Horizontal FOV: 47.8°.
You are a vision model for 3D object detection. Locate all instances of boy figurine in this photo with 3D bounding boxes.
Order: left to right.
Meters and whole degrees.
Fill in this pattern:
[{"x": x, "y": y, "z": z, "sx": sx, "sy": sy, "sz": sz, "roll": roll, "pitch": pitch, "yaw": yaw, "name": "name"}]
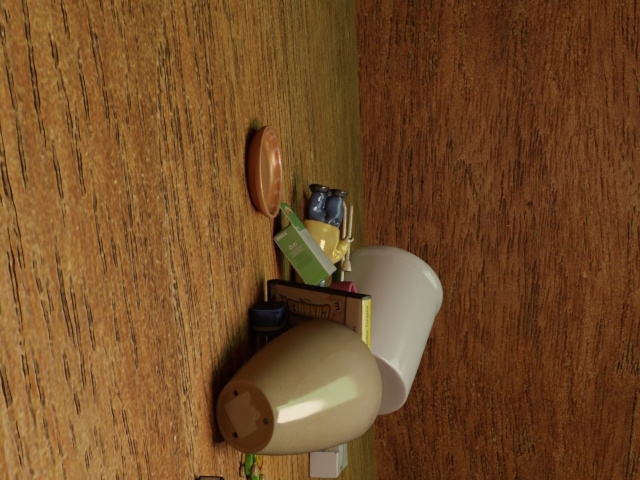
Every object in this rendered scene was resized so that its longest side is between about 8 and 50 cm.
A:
[{"x": 0.000, "y": 0.000, "z": 1.902, "sx": 0.092, "sy": 0.177, "sz": 0.285, "roll": -175, "pitch": -84, "yaw": -71, "name": "boy figurine"}]

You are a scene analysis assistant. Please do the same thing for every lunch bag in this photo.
[{"x": -0.107, "y": 0.167, "z": 1.516, "sx": 0.098, "sy": 0.067, "sz": 0.065, "roll": -46, "pitch": 135, "yaw": -79, "name": "lunch bag"}]

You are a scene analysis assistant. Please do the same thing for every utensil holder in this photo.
[{"x": 0.152, "y": 0.260, "z": 2.092, "sx": 0.385, "sy": 0.327, "sz": 0.328, "roll": -62, "pitch": 152, "yaw": -43, "name": "utensil holder"}]

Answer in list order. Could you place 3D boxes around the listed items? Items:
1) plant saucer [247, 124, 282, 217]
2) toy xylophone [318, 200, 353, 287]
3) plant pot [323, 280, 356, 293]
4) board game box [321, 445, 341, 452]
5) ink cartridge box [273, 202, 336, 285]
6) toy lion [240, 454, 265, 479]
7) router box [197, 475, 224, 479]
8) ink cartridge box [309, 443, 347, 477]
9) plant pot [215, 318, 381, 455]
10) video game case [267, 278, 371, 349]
[{"x": -0.121, "y": -0.148, "z": 1.563, "sx": 0.200, "sy": 0.037, "sz": 0.200, "roll": -1, "pitch": 90, "yaw": -81, "name": "plant saucer"}, {"x": 0.025, "y": 0.006, "z": 2.049, "sx": 0.236, "sy": 0.081, "sz": 0.323, "roll": 129, "pitch": -37, "yaw": -69, "name": "toy xylophone"}, {"x": -0.008, "y": 0.199, "z": 1.747, "sx": 0.201, "sy": 0.180, "sz": 0.201, "roll": -2, "pitch": 90, "yaw": -80, "name": "plant pot"}, {"x": -0.005, "y": 0.527, "z": 1.937, "sx": 0.154, "sy": 0.103, "sz": 0.026, "roll": 77, "pitch": 16, "yaw": -52, "name": "board game box"}, {"x": -0.053, "y": 0.011, "z": 1.740, "sx": 0.209, "sy": 0.062, "sz": 0.109, "roll": 54, "pitch": 11, "yaw": 2, "name": "ink cartridge box"}, {"x": -0.133, "y": 0.438, "z": 1.451, "sx": 0.100, "sy": 0.034, "sz": 0.096, "roll": 73, "pitch": 11, "yaw": -55, "name": "toy lion"}, {"x": -0.176, "y": 0.488, "z": 1.151, "sx": 0.133, "sy": 0.046, "sz": 0.179, "roll": -74, "pitch": 161, "yaw": -58, "name": "router box"}, {"x": 0.026, "y": 0.612, "z": 2.152, "sx": 0.203, "sy": 0.086, "sz": 0.148, "roll": 29, "pitch": 60, "yaw": -77, "name": "ink cartridge box"}, {"x": -0.062, "y": 0.293, "z": 1.344, "sx": 0.274, "sy": 0.256, "sz": 0.256, "roll": -7, "pitch": 96, "yaw": -58, "name": "plant pot"}, {"x": -0.010, "y": 0.220, "z": 1.519, "sx": 0.035, "sy": 0.275, "sz": 0.248, "roll": -8, "pitch": 101, "yaw": -47, "name": "video game case"}]
